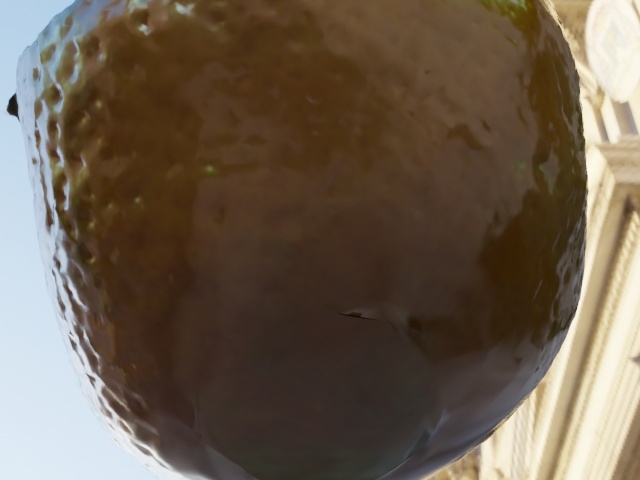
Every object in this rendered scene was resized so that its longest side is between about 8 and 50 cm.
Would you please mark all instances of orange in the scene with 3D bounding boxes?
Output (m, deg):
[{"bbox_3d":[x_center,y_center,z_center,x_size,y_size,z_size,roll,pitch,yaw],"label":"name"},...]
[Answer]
[{"bbox_3d":[0.004,0.007,0.495,0.262,0.196,0.334,-12,-52,-19],"label":"orange"}]
